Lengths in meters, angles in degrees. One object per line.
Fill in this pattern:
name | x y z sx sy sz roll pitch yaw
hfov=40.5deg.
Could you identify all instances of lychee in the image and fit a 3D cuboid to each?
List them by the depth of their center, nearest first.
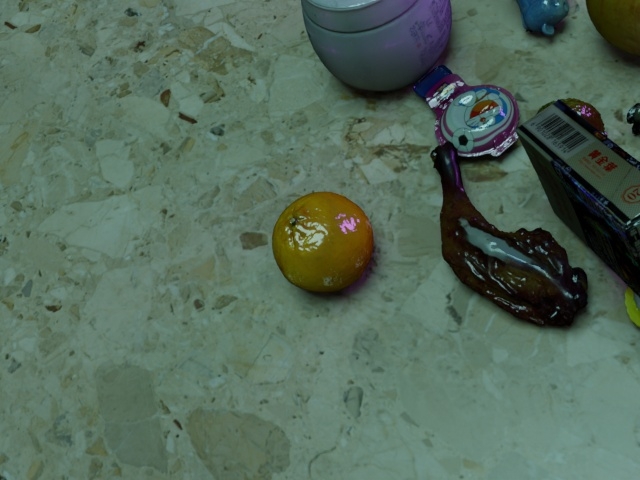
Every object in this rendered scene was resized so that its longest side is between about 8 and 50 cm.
lychee | 0.409 -0.177 1.420 0.114 0.114 0.146 -46 40 -7

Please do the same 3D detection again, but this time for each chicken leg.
chicken leg | 0.268 -0.011 1.399 0.158 0.096 0.407 -34 53 -2

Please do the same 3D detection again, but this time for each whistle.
whistle | 0.401 -0.498 1.601 0.093 0.180 0.269 -29 63 59

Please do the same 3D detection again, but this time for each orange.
orange | 0.003 0.001 1.472 0.178 0.155 0.177 -4 67 9

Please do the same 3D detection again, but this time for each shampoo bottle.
shampoo bottle | 0.100 -0.436 1.612 0.273 0.266 0.273 -11 57 17

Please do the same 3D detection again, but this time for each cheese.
cheese | 0.258 -0.235 1.551 0.155 0.062 0.244 -39 53 1

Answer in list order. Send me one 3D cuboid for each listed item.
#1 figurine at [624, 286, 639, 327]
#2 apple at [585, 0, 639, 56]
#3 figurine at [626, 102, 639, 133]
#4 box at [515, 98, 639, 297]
figurine | 0.503 0.105 1.235 0.130 0.109 0.178 -26 48 35
apple | 0.577 -0.445 1.430 0.286 0.233 0.286 -11 59 18
figurine | 0.567 -0.159 1.349 0.196 0.114 0.108 30 77 41
box | 0.411 -0.052 1.242 0.084 0.198 0.310 -33 35 4
